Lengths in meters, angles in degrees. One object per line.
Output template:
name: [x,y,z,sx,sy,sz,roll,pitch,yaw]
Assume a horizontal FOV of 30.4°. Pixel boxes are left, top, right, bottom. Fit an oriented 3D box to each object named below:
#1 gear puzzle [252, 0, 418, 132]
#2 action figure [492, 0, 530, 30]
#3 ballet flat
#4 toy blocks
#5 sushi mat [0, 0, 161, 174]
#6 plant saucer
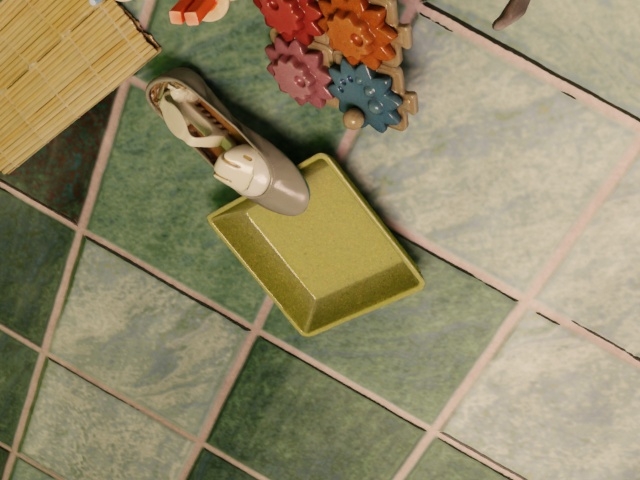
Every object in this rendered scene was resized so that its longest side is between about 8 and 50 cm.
gear puzzle: [-0.005,-0.236,1.060,0.175,0.044,0.339,24,145,29]
action figure: [0.121,-0.344,0.955,0.330,0.178,0.341,58,157,-13]
ballet flat: [-0.103,-0.096,1.227,0.213,0.068,0.072,45,126,12]
toy blocks: [-0.149,-0.244,1.123,0.123,0.148,0.054,34,132,-1]
sushi mat: [-0.323,-0.195,1.328,0.317,0.019,0.151,-30,107,38]
plant saucer: [0.000,0.000,1.300,0.188,0.045,0.188,-26,110,38]
